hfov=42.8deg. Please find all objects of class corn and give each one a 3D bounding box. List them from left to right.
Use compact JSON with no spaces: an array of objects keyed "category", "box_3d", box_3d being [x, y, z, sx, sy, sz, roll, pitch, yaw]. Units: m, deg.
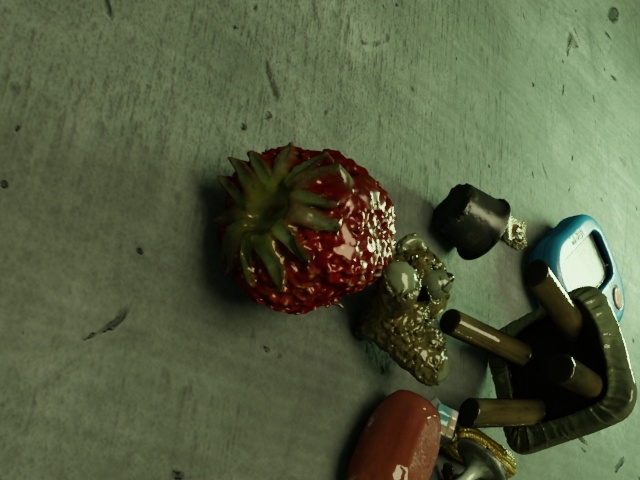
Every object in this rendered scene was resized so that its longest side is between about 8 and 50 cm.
[{"category":"corn","box_3d":[0.327,0.430,1.670,0.231,0.080,0.080,33,56,-36]}]

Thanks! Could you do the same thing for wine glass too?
[{"category":"wine glass","box_3d":[0.219,0.475,1.467,0.241,0.126,0.126,-36,106,-26]}]

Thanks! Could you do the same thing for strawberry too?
[{"category":"strawberry","box_3d":[-0.001,0.002,1.334,0.343,0.292,0.292,33,55,-51]}]

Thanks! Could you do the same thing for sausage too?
[{"category":"sausage","box_3d":[0.132,0.372,1.439,0.148,0.148,0.254,49,49,-25]}]

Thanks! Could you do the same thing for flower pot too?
[{"category":"flower pot","box_3d":[0.316,-0.049,1.759,0.106,0.157,0.157,32,56,-20]}]

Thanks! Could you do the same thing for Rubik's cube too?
[{"category":"Rubik's cube","box_3d":[0.215,0.354,1.580,0.073,0.084,0.075,28,37,-8]}]

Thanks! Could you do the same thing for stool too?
[{"category":"stool","box_3d":[0.426,0.232,1.640,0.226,0.310,0.310,30,40,-34]}]

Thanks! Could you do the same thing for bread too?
[{"category":"bread","box_3d":[0.472,-0.021,1.991,0.083,0.035,0.070,23,61,-38]}]

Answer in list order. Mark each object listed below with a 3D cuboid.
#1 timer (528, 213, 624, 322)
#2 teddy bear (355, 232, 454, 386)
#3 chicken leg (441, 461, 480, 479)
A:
[{"category":"timer","box_3d":[0.657,0.109,2.090,0.340,0.115,0.309,-33,104,-47]},{"category":"teddy bear","box_3d":[0.174,0.113,1.544,0.256,0.156,0.267,-45,121,-47]},{"category":"chicken leg","box_3d":[0.345,0.625,1.563,0.152,0.201,0.429,-1,66,-49]}]
